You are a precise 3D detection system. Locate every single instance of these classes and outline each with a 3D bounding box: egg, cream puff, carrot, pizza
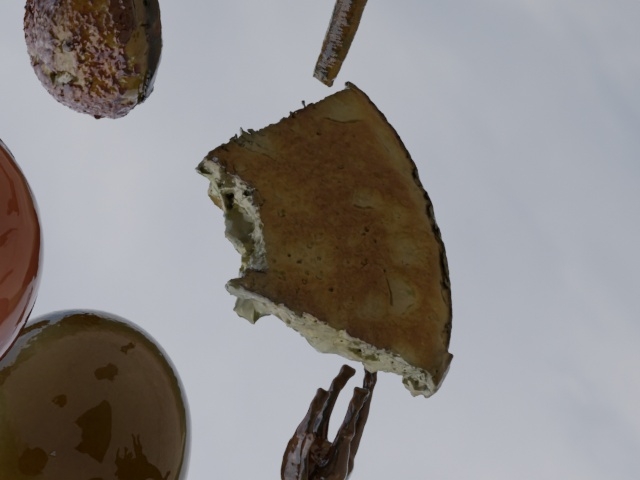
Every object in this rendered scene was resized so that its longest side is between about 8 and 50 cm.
[{"bbox_3d":[-0.283,0.235,1.747,0.282,0.283,0.351,41,-130,-26],"label":"egg"},{"bbox_3d":[-0.296,-0.271,2.094,0.164,0.240,0.240,-4,-121,-34],"label":"cream puff"},{"bbox_3d":[0.028,-0.267,1.965,0.042,0.170,0.042,18,-160,-7],"label":"carrot"},{"bbox_3d":[0.000,0.000,1.451,0.223,0.089,0.323,-1,-123,-23],"label":"pizza"}]

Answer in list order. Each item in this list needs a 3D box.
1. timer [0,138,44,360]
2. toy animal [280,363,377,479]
[{"bbox_3d":[-0.312,0.012,1.123,0.230,0.215,0.229,33,-140,-33],"label":"timer"},{"bbox_3d":[0.005,0.227,1.667,0.066,0.229,0.224,21,-162,10],"label":"toy animal"}]
